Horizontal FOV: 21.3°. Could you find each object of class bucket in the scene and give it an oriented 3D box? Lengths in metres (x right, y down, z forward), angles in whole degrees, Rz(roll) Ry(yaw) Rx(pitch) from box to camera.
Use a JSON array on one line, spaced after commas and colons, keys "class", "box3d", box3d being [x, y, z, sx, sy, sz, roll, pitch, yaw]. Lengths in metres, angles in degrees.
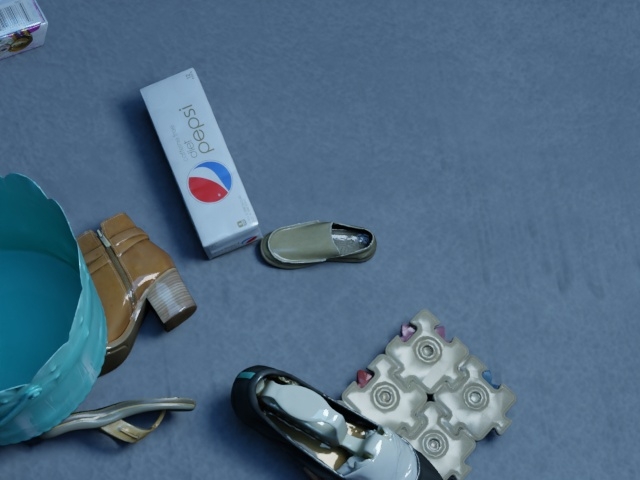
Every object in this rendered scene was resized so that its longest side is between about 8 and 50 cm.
[{"class": "bucket", "box3d": [-0.364, 0.080, 1.813, 0.281, 0.183, 0.281, -3, 64, 5]}]

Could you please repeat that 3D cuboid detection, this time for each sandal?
[{"class": "sandal", "box3d": [-0.227, 0.206, 1.900, 0.180, 0.072, 0.049, -11, 87, -17]}]

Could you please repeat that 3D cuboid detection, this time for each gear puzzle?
[{"class": "gear puzzle", "box3d": [0.071, 0.250, 1.978, 0.175, 0.044, 0.339, 44, 67, 3]}]

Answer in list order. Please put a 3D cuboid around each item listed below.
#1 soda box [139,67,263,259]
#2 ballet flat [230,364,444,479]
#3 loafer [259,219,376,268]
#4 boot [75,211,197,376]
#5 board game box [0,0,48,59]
[{"class": "soda box", "box3d": [-0.142, -0.091, 2.032, 0.074, 0.069, 0.216, -22, 74, -3]}, {"class": "ballet flat", "box3d": [0.024, 0.229, 1.896, 0.280, 0.096, 0.095, 29, 69, -3]}, {"class": "loafer", "box3d": [0.000, 0.000, 2.052, 0.148, 0.050, 0.056, -5, 70, -17]}, {"class": "boot", "box3d": [-0.259, 0.067, 1.953, 0.197, 0.073, 0.152, -30, 71, -22]}, {"class": "board game box", "box3d": [-0.538, -0.328, 2.034, 0.319, 0.066, 0.318, -22, 76, -21]}]
